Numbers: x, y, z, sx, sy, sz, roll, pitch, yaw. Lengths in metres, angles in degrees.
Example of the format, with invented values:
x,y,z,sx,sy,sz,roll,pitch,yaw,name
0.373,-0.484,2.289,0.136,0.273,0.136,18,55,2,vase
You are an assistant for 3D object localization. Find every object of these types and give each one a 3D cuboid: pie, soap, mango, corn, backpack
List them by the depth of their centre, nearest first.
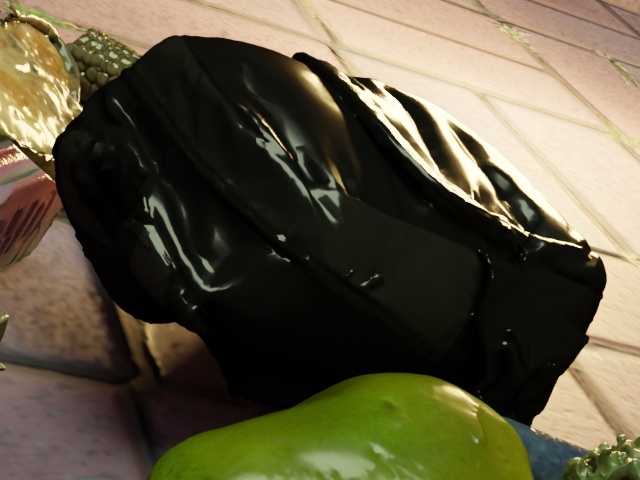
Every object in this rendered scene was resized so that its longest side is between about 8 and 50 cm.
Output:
x,y,z,sx,sy,sz,roll,pitch,yaw,name
0.024,0.177,0.953,0.273,0.149,0.185,-14,51,-47,mango
-0.249,-0.022,1.163,0.056,0.100,0.149,37,20,6,soap
0.000,0.000,1.202,0.445,0.255,0.363,24,17,-45,backpack
-0.311,-0.172,1.338,0.337,0.075,0.337,47,17,-19,pie
-0.158,-0.125,1.518,0.211,0.087,0.087,35,23,12,corn

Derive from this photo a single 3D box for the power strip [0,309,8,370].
x,y,z,sx,sy,sz,roll,pitch,yaw,name
-0.308,0.028,1.091,0.227,0.029,0.080,32,22,15,power strip

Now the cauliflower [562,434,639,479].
x,y,z,sx,sy,sz,roll,pitch,yaw,name
0.294,0.228,0.981,0.327,0.281,0.260,-28,101,-57,cauliflower

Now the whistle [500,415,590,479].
x,y,z,sx,sy,sz,roll,pitch,yaw,name
0.196,0.185,1.164,0.304,0.062,0.062,23,19,-34,whistle

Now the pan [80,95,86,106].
x,y,z,sx,sy,sz,roll,pitch,yaw,name
-0.237,-0.170,1.626,0.136,0.028,0.235,37,24,23,pan
